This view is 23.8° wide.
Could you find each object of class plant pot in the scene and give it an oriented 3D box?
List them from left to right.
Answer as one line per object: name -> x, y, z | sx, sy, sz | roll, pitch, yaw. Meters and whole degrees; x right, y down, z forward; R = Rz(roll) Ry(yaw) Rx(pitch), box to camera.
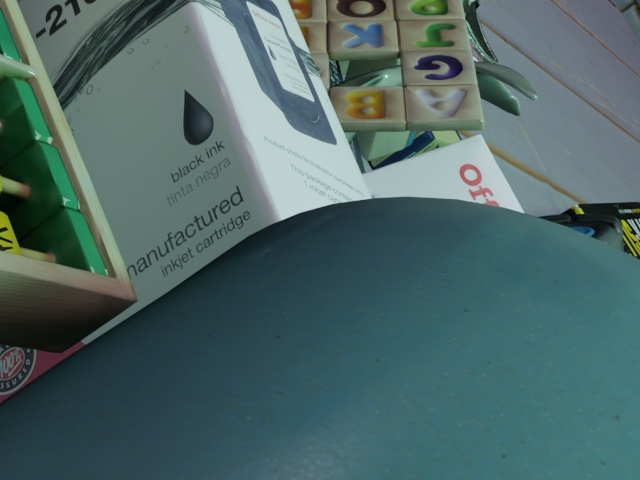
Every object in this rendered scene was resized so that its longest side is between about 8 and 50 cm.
plant pot -> -0.019, 0.161, 0.376 | 0.235, 0.293, 0.293 | -27, 83, -50

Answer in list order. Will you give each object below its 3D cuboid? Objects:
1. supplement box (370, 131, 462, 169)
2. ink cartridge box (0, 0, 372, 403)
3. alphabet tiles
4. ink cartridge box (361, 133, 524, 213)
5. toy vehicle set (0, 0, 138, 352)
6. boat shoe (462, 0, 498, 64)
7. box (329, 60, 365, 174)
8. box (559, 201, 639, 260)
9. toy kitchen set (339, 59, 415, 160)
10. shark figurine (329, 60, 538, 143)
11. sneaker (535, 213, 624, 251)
supplement box -> 0.066, -0.099, 1.259 | 0.083, 0.056, 0.083 | 62, 21, 16
ink cartridge box -> -0.085, -0.028, 0.645 | 0.100, 0.172, 0.237 | 28, 34, -52
alphabet tiles -> -0.035, -0.111, 0.853 | 0.198, 0.237, 0.009 | -91, 180, -56
ink cartridge box -> 0.021, 0.046, 0.752 | 0.139, 0.191, 0.082 | 63, -22, 17
toy vehicle set -> -0.163, -0.095, 0.463 | 0.166, 0.035, 0.266 | 17, 42, -58
boat shoe -> 0.138, -0.267, 1.655 | 0.219, 0.070, 0.078 | 54, 20, -5
box -> -0.053, -0.112, 1.007 | 0.183, 0.059, 0.232 | 38, 27, -40
box -> 0.337, 0.086, 1.562 | 0.257, 0.079, 0.322 | 58, 20, 11
toy kitchen set -> 0.068, -0.197, 1.183 | 0.207, 0.166, 0.122 | 59, -24, 25
shark figurine -> -0.002, -0.026, 0.897 | 0.166, 0.278, 0.116 | 31, -25, 12
sneaker -> 0.203, 0.074, 1.271 | 0.341, 0.125, 0.139 | -73, 154, -68
